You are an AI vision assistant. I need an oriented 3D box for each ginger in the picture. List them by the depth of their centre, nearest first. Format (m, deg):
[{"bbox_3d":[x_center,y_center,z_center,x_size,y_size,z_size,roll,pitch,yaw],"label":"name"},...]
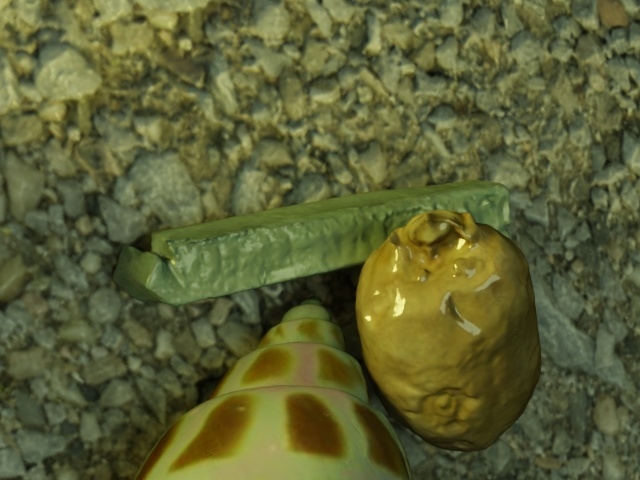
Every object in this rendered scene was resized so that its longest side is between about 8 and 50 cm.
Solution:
[{"bbox_3d":[0.102,0.075,1.392,0.138,0.267,0.152,-11,61,6],"label":"ginger"}]

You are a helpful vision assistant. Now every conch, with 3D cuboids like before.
[{"bbox_3d":[-0.039,0.218,1.316,0.368,0.197,0.249,-51,152,-26],"label":"conch"}]

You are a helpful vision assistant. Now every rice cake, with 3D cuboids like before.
[{"bbox_3d":[0.000,0.000,1.396,0.336,0.066,0.063,-8,97,-29],"label":"rice cake"}]
